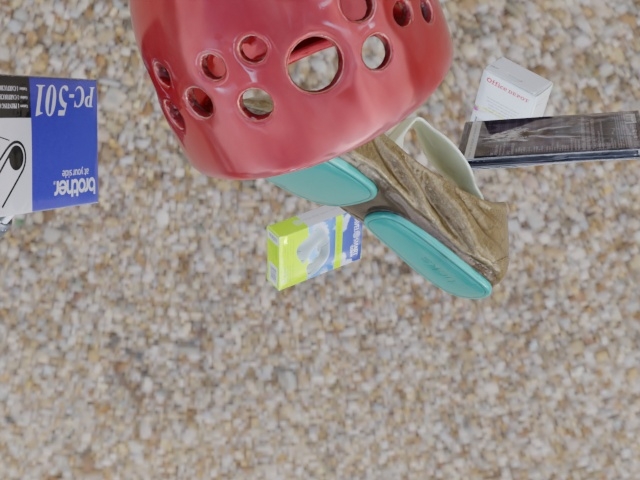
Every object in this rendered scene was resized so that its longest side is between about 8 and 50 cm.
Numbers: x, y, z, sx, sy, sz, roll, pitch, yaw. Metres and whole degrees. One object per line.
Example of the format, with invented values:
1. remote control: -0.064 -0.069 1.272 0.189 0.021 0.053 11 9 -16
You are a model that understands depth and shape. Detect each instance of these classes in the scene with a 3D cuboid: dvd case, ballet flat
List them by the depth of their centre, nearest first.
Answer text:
1. ballet flat: 0.055 -0.069 1.026 0.342 0.124 0.116 31 157 -29
2. dvd case: 0.282 -0.124 1.387 0.221 0.164 0.018 -2 112 13

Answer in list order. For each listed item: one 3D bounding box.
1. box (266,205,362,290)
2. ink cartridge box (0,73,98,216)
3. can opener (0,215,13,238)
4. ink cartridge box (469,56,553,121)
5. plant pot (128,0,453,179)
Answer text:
1. box: 0.000 0.000 1.768 0.178 0.042 0.109 -21 132 -27
2. ink cartridge box: -0.224 -0.067 0.781 0.046 0.207 0.097 3 97 19
3. can opener: -0.357 -0.027 1.273 0.095 0.076 0.283 14 135 -42
4. ink cartridge box: 0.264 -0.182 1.579 0.088 0.052 0.122 33 138 23
5. plant pot: -0.034 -0.157 0.704 0.191 0.191 0.174 -21 118 12
